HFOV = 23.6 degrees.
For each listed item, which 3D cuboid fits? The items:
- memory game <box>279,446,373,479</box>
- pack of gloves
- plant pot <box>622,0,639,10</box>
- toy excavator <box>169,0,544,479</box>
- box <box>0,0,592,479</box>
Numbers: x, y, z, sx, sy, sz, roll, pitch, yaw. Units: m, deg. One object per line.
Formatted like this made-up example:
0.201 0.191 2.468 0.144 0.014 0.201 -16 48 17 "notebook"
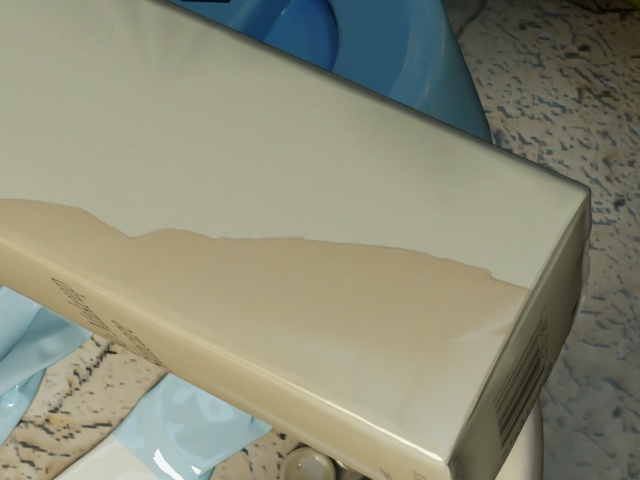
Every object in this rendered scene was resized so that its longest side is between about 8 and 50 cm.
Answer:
0.045 0.201 0.974 0.186 0.012 0.186 0 81 -2 "memory game"
-0.134 0.088 0.972 0.195 0.046 0.232 44 82 7 "pack of gloves"
0.211 -0.306 0.922 0.353 0.366 0.366 45 81 -5 "plant pot"
0.000 0.000 0.800 0.445 0.222 0.433 25 73 30 "toy excavator"
-0.051 -0.012 0.650 0.311 0.148 0.121 25 76 18 "box"
